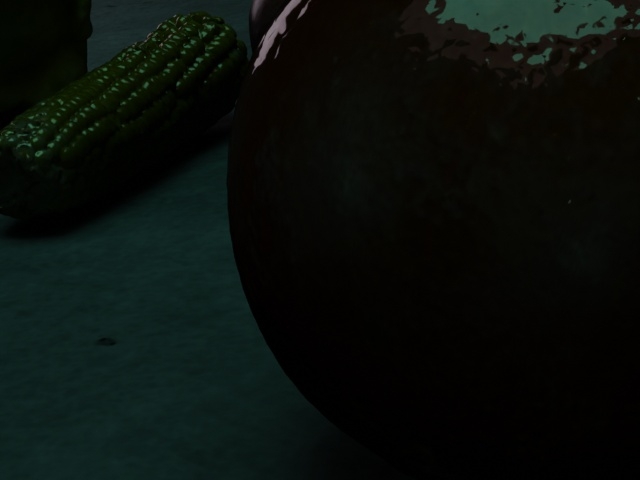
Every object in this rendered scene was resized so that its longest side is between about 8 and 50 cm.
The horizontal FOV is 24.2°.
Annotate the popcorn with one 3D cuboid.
[{"bbox_3d":[-0.287,-0.174,1.239,0.203,0.226,0.200,17,21,-46],"label":"popcorn"}]

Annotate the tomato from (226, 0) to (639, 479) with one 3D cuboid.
[{"bbox_3d":[0.091,-0.012,0.623,0.264,0.265,0.265,-5,20,2],"label":"tomato"}]

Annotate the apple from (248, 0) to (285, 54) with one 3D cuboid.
[{"bbox_3d":[0.019,-0.144,1.114,0.120,0.153,0.153,-18,15,21],"label":"apple"}]

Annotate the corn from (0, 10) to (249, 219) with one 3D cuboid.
[{"bbox_3d":[-0.144,-0.097,1.121,0.097,0.097,0.320,4,24,23],"label":"corn"}]
